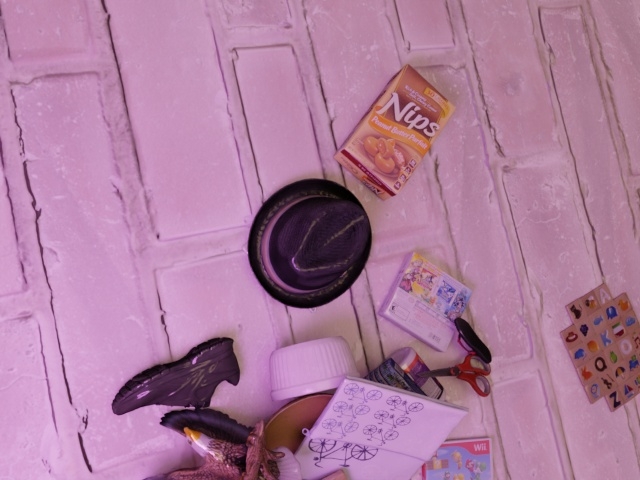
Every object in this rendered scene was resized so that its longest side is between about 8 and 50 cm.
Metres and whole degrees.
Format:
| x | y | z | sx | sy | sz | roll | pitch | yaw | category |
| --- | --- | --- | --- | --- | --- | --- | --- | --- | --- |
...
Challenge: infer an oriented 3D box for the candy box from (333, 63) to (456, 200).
| x | y | z | sx | sy | sz | roll | pitch | yaw | category |
| --- | --- | --- | --- | --- | --- | --- | --- | --- | --- |
| 0.198 | -0.284 | 1.548 | 0.183 | 0.087 | 0.316 | 39 | 71 | -11 | candy box |

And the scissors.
| x | y | z | sx | sy | sz | roll | pitch | yaw | category |
| --- | --- | --- | --- | --- | --- | --- | --- | --- | --- |
| 0.341 | 0.323 | 1.497 | 0.297 | 0.021 | 0.109 | 22 | 58 | -33 | scissors |

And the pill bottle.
| x | y | z | sx | sy | sz | roll | pitch | yaw | category |
| --- | --- | --- | --- | --- | --- | --- | --- | --- | --- |
| 0.241 | 0.368 | 1.460 | 0.108 | 0.108 | 0.193 | -40 | 98 | -21 | pill bottle |

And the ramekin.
| x | y | z | sx | sy | sz | roll | pitch | yaw | category |
| --- | --- | --- | --- | --- | --- | --- | --- | --- | --- |
| -0.019 | 0.286 | 1.328 | 0.207 | 0.207 | 0.109 | -7 | 75 | -21 | ramekin |

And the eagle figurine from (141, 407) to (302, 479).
| x | y | z | sx | sy | sz | roll | pitch | yaw | category |
| --- | --- | --- | --- | --- | --- | --- | --- | --- | --- |
| -0.209 | 0.439 | 1.177 | 0.226 | 0.298 | 0.225 | -18 | 85 | -48 | eagle figurine |

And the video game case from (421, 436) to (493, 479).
| x | y | z | sx | sy | sz | roll | pitch | yaw | category |
| --- | --- | --- | --- | --- | --- | --- | --- | --- | --- |
| 0.353 | 0.656 | 1.506 | 0.204 | 0.025 | 0.285 | 3 | 81 | -20 | video game case |

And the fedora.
| x | y | z | sx | sy | sz | roll | pitch | yaw | category |
| --- | --- | --- | --- | --- | --- | --- | --- | --- | --- |
| 0.000 | 0.000 | 1.381 | 0.334 | 0.152 | 0.334 | 3 | 83 | -23 | fedora |

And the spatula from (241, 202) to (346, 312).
| x | y | z | sx | sy | sz | roll | pitch | yaw | category |
| --- | --- | --- | --- | --- | --- | --- | --- | --- | --- |
| -0.052 | 0.045 | 1.444 | 0.242 | 0.019 | 0.168 | 46 | 69 | -9 | spatula |

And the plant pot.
| x | y | z | sx | sy | sz | roll | pitch | yaw | category |
| --- | --- | --- | --- | --- | --- | --- | --- | --- | --- |
| -0.034 | 0.430 | 1.332 | 0.236 | 0.032 | 0.236 | -13 | 124 | -19 | plant pot |

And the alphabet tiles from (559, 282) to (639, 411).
| x | y | z | sx | sy | sz | roll | pitch | yaw | category |
| --- | --- | --- | --- | --- | --- | --- | --- | --- | --- |
| 0.854 | 0.315 | 1.751 | 0.285 | 0.011 | 0.342 | -24 | 91 | -21 | alphabet tiles |

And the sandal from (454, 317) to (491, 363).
| x | y | z | sx | sy | sz | roll | pitch | yaw | category |
| --- | --- | --- | --- | --- | --- | --- | --- | --- | --- |
| 0.391 | 0.269 | 1.542 | 0.179 | 0.040 | 0.067 | 47 | 36 | -30 | sandal |

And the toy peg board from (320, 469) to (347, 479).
| x | y | z | sx | sy | sz | roll | pitch | yaw | category |
| --- | --- | --- | --- | --- | --- | --- | --- | --- | --- |
| 0.012 | 0.625 | 1.309 | 0.161 | 0.079 | 0.161 | -23 | 115 | -13 | toy peg board |

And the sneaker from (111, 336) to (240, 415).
| x | y | z | sx | sy | sz | roll | pitch | yaw | category |
| --- | --- | --- | --- | --- | --- | --- | --- | --- | --- |
| -0.301 | 0.316 | 1.270 | 0.286 | 0.109 | 0.130 | -22 | 97 | -20 | sneaker |

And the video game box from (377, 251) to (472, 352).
| x | y | z | sx | sy | sz | roll | pitch | yaw | category |
| --- | --- | --- | --- | --- | --- | --- | --- | --- | --- |
| 0.275 | 0.160 | 1.535 | 0.205 | 0.048 | 0.187 | 34 | 75 | -14 | video game box |

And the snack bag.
| x | y | z | sx | sy | sz | roll | pitch | yaw | category |
| --- | --- | --- | --- | --- | --- | --- | --- | --- | --- |
| 0.114 | 0.455 | 1.314 | 0.323 | 0.037 | 0.342 | 20 | 117 | -21 | snack bag |

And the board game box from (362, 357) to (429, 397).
| x | y | z | sx | sy | sz | roll | pitch | yaw | category |
| --- | --- | --- | --- | --- | --- | --- | --- | --- | --- |
| 0.158 | 0.411 | 1.397 | 0.194 | 0.060 | 0.194 | -43 | 93 | 18 | board game box |
